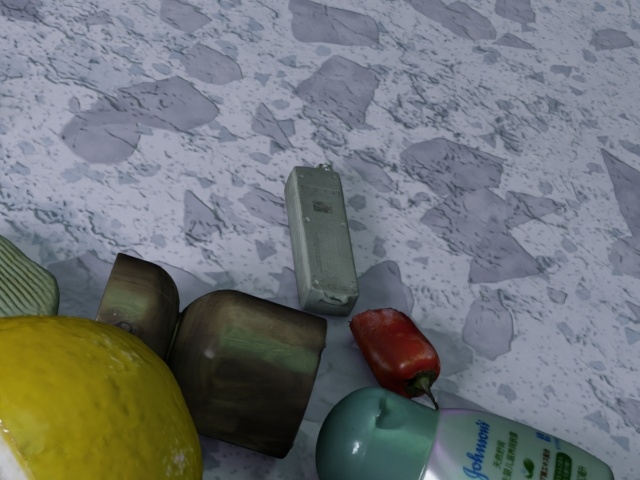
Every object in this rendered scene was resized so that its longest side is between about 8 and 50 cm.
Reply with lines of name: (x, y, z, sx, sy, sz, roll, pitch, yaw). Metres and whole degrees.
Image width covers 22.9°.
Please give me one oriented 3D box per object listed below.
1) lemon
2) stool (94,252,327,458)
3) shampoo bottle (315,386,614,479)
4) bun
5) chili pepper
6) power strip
lemon: (-0.274, 0.230, 1.598, 0.364, 0.364, 0.364, 13, 42, -12)
stool: (-0.141, 0.137, 1.864, 0.264, 0.179, 0.179, 18, 41, -7)
shampoo bottle: (0.162, 0.286, 1.865, 0.349, 0.151, 0.222, 21, 43, -1)
bun: (-0.418, 0.077, 1.859, 0.221, 0.108, 0.221, 18, 34, -12)
chili pepper: (0.111, 0.161, 2.026, 0.086, 0.084, 0.192, -28, 53, -4)
power strip: (0.001, 0.000, 2.168, 0.078, 0.052, 0.272, 8, 44, -17)
